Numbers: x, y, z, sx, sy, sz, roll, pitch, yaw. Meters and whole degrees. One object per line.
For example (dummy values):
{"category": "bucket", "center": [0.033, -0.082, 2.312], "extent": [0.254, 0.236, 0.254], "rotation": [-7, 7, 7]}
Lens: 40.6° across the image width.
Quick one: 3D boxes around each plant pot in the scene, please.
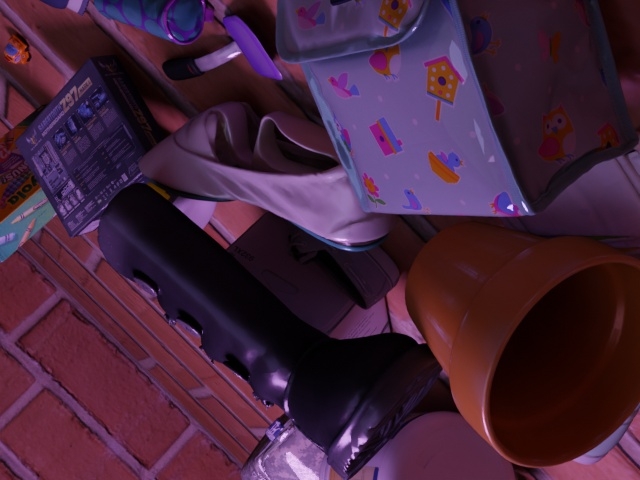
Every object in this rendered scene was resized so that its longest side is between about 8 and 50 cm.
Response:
{"category": "plant pot", "center": [0.181, 0.074, 0.813], "extent": [0.188, 0.205, 0.205], "rotation": [39, 162, 54]}

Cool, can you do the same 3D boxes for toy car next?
{"category": "toy car", "center": [-0.553, -0.352, 1.489], "extent": [0.122, 0.040, 0.060], "rotation": [48, 157, -11]}

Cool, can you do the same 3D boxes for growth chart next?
{"category": "growth chart", "center": [0.234, -0.033, 0.787], "extent": [0.237, 0.021, 0.172], "rotation": [7, 138, 54]}

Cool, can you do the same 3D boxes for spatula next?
{"category": "spatula", "center": [-0.133, -0.220, 1.049], "extent": [0.296, 0.030, 0.084], "rotation": [5, 135, 56]}

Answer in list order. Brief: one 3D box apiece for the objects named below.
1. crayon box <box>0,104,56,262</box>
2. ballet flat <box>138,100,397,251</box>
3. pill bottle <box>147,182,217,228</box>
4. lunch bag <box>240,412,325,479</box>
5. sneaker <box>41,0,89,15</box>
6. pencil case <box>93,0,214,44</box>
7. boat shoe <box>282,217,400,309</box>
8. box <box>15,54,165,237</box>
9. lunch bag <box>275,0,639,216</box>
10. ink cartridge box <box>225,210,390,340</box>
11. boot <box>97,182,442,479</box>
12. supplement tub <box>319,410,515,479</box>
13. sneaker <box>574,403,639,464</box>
{"category": "crayon box", "center": [-0.546, -0.110, 1.588], "extent": [0.165, 0.278, 0.081], "rotation": [31, 155, 27]}
{"category": "ballet flat", "center": [-0.074, -0.105, 1.062], "extent": [0.400, 0.139, 0.139], "rotation": [20, 148, 36]}
{"category": "pill bottle", "center": [-0.277, -0.095, 1.383], "extent": [0.215, 0.117, 0.117], "rotation": [35, 155, 18]}
{"category": "lunch bag", "center": [0.012, 0.475, 1.798], "extent": [0.305, 0.212, 0.256], "rotation": [42, 140, 2]}
{"category": "sneaker", "center": [-0.301, -0.350, 0.948], "extent": [0.131, 0.112, 0.319], "rotation": [16, 161, -17]}
{"category": "pencil case", "center": [-0.200, -0.277, 1.017], "extent": [0.152, 0.070, 0.064], "rotation": [28, 117, 38]}
{"category": "boat shoe", "center": [0.000, 0.001, 1.144], "extent": [0.227, 0.081, 0.079], "rotation": [42, 157, 4]}
{"category": "box", "center": [-0.344, -0.138, 1.305], "extent": [0.233, 0.059, 0.183], "rotation": [-35, 84, 34]}
{"category": "lunch bag", "center": [0.083, -0.157, 0.655], "extent": [0.223, 0.160, 0.262], "rotation": [7, 126, 59]}
{"category": "ink cartridge box", "center": [-0.013, 0.132, 1.328], "extent": [0.223, 0.129, 0.307], "rotation": [30, 152, 30]}
{"category": "boot", "center": [-0.083, 0.077, 1.041], "extent": [0.445, 0.146, 0.367], "rotation": [44, 156, 14]}
{"category": "supplement tub", "center": [0.142, 0.393, 1.397], "extent": [0.228, 0.228, 0.316], "rotation": [46, 157, -7]}
{"category": "sneaker", "center": [0.247, 0.099, 0.933], "extent": [0.256, 0.094, 0.151], "rotation": [48, 137, 25]}
